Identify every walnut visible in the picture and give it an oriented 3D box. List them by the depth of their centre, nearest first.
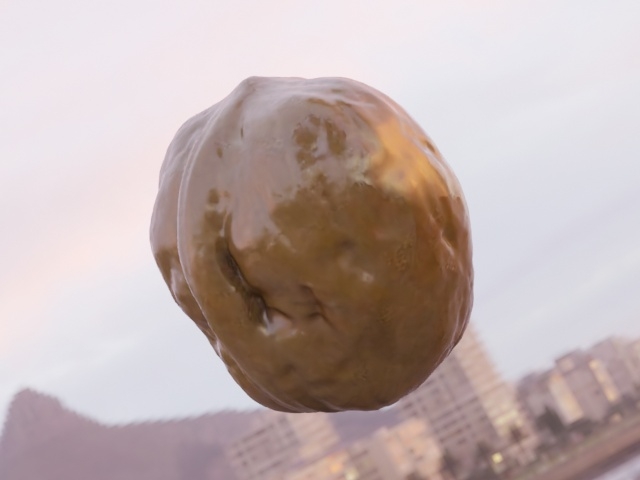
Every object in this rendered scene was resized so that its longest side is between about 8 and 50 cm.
[{"bbox_3d":[0.000,0.000,0.768,0.149,0.166,0.166,-33,-5,-39],"label":"walnut"}]
